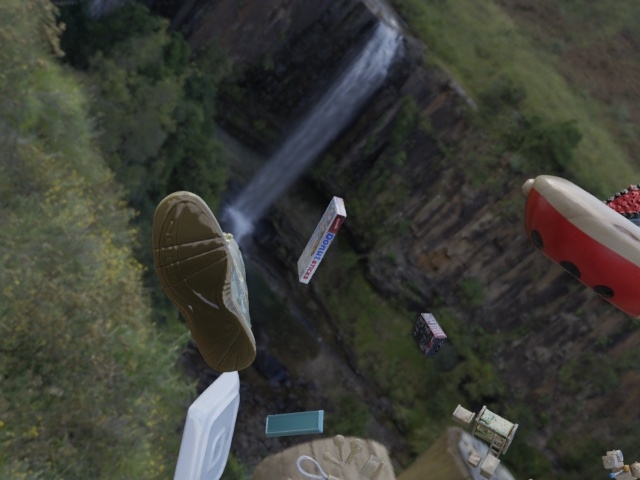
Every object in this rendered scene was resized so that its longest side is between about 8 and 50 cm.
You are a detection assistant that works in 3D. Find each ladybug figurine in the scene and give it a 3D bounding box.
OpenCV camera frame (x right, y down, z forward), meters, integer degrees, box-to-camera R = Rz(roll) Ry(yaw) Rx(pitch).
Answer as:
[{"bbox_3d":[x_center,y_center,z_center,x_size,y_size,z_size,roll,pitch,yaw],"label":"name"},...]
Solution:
[{"bbox_3d":[0.619,0.024,1.619,0.449,0.162,0.305,38,12,12],"label":"ladybug figurine"}]

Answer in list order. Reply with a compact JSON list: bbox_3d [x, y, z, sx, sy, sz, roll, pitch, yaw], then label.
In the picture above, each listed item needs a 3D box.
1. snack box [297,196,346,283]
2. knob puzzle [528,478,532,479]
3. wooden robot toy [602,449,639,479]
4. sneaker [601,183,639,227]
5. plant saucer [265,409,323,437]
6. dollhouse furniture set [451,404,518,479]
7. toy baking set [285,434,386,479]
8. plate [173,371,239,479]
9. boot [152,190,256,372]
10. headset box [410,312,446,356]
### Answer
[{"bbox_3d":[0.000,0.000,1.480,0.022,0.178,0.064,19,31,-18],"label":"snack box"},{"bbox_3d":[0.467,0.671,1.848,0.030,0.213,0.213,37,16,5],"label":"knob puzzle"},{"bbox_3d":[0.750,0.548,1.802,0.173,0.079,0.076,43,39,-36],"label":"wooden robot toy"},{"bbox_3d":[0.737,-0.049,1.799,0.125,0.261,0.104,39,44,-36],"label":"sneaker"},{"bbox_3d":[-0.081,0.540,2.190,0.018,0.192,0.067,44,42,-50],"label":"plant saucer"},{"bbox_3d":[0.448,0.564,2.139,0.182,0.101,0.161,27,52,22],"label":"dollhouse furniture set"},{"bbox_3d":[0.043,0.615,1.926,0.197,0.256,0.030,57,1,-5],"label":"toy baking set"},{"bbox_3d":[-0.232,0.430,1.544,0.045,0.277,0.278,14,11,9],"label":"plate"},{"bbox_3d":[-0.129,0.020,0.831,0.165,0.077,0.213,-107,180,-63],"label":"boot"},{"bbox_3d":[0.241,0.212,1.646,0.032,0.062,0.083,0,39,-29],"label":"headset box"}]
